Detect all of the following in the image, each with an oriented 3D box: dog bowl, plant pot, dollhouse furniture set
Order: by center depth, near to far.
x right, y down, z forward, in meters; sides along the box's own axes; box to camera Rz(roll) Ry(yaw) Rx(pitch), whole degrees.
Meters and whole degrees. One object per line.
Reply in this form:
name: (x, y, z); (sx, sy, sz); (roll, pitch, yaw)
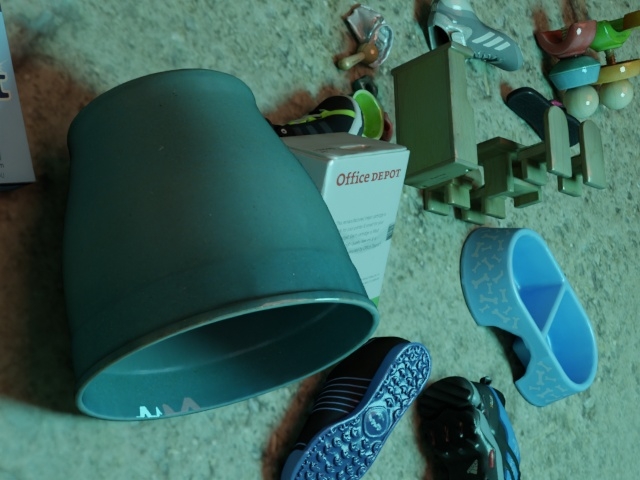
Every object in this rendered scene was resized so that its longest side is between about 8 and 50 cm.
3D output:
plant pot: (-0.115, -0.003, 1.003); (0.271, 0.271, 0.255); (7, 57, -49)
dollhouse furniture set: (0.218, -0.139, 1.460); (0.242, 0.212, 0.161); (13, 68, -40)
dog bowl: (0.310, 0.106, 1.602); (0.297, 0.074, 0.166); (56, 43, -21)

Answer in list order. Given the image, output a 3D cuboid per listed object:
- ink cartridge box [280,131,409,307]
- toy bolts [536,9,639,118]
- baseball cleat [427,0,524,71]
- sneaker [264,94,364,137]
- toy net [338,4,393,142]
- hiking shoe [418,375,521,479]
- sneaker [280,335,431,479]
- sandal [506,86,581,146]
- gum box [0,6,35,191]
ink cartridge box: (0.000, 0.000, 1.171); (0.160, 0.092, 0.219); (-12, 117, -55)
toy bolts: (0.497, -0.298, 1.877); (0.228, 0.218, 0.158); (-16, 97, -33)
baseball cleat: (0.223, -0.285, 1.644); (0.206, 0.072, 0.109); (31, 69, -35)
sneaker: (-0.027, -0.113, 1.262); (0.097, 0.084, 0.235); (52, 44, -24)
toy net: (0.073, -0.211, 1.444); (0.122, 0.045, 0.232); (34, 54, -38)
hiking shoe: (0.216, 0.319, 1.388); (0.132, 0.113, 0.304); (8, 72, -48)
sneaker: (0.027, 0.198, 1.239); (0.232, 0.090, 0.081); (-45, 115, -24)
sandal: (0.364, -0.205, 1.778); (0.179, 0.067, 0.040); (32, 44, -37)
gum box: (-0.333, -0.131, 0.936); (0.157, 0.041, 0.184); (-8, 85, -51)
